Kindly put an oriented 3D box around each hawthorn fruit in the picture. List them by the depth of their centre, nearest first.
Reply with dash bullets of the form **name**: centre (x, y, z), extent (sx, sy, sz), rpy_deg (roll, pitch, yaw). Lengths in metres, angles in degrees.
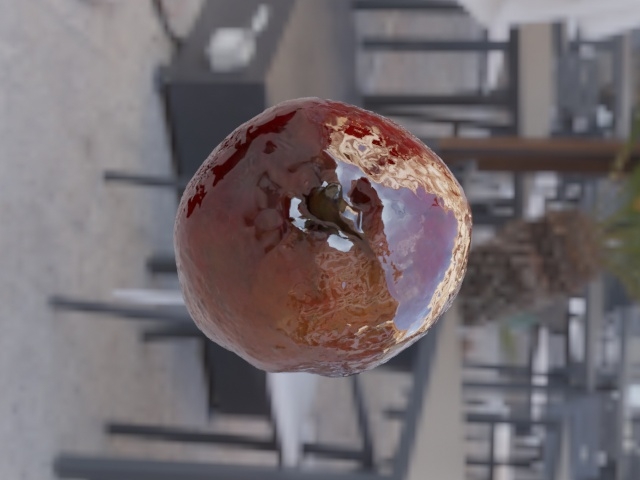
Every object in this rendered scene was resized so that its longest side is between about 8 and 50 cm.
- **hawthorn fruit**: centre (0.000, 0.000, 1.380), extent (0.250, 0.215, 0.215), rpy_deg (119, -26, -82)
